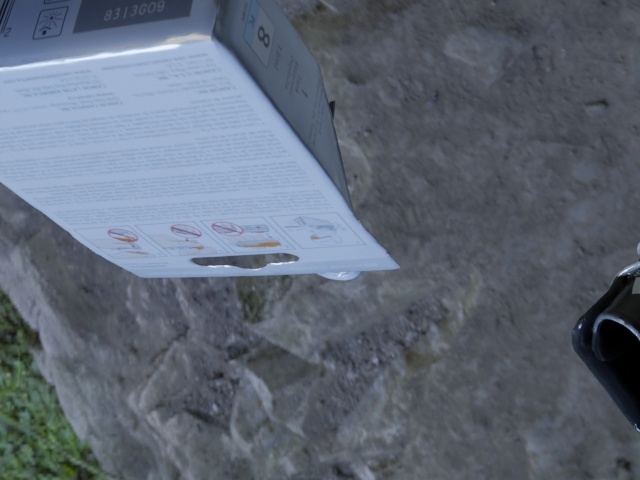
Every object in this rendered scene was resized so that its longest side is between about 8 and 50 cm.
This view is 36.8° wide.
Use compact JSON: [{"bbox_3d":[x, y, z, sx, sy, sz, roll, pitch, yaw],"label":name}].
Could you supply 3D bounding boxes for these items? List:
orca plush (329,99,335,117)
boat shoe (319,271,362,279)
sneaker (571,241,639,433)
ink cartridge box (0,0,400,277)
[{"bbox_3d":[-0.098,-0.139,1.079,0.287,0.102,0.151,25,101,-30],"label":"orca plush"},{"bbox_3d":[0.000,0.000,1.849,0.094,0.302,0.109,21,96,-41],"label":"boat shoe"},{"bbox_3d":[0.344,-0.017,0.787,0.257,0.169,0.447,-23,124,-41],"label":"sneaker"},{"bbox_3d":[-0.126,-0.079,0.841,0.308,0.091,0.385,-3,155,24],"label":"ink cartridge box"}]
